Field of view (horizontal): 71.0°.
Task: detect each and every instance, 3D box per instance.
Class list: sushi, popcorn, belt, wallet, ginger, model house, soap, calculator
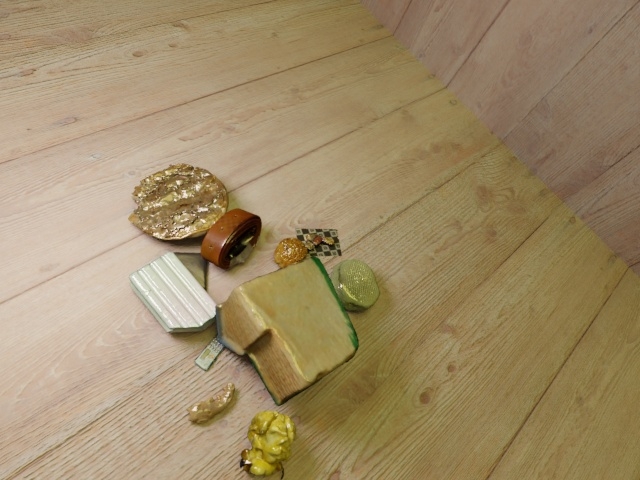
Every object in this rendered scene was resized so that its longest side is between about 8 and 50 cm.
[{"bbox_3d":[0.000,0.000,1.916,0.201,0.031,0.139,0,61,-22],"label":"sushi"},{"bbox_3d":[-0.154,0.635,1.397,0.173,0.168,0.195,36,56,-45],"label":"popcorn"},{"bbox_3d":[-0.330,-0.005,1.693,0.105,0.184,0.261,22,42,20],"label":"belt"},{"bbox_3d":[-0.478,0.155,1.637,0.124,0.025,0.244,1,60,-18],"label":"wallet"},{"bbox_3d":[-0.347,0.531,1.454,0.173,0.051,0.069,-25,78,-36],"label":"ginger"},{"bbox_3d":[-0.117,0.314,1.507,0.334,0.342,0.382,-20,72,-38],"label":"model house"},{"bbox_3d":[-0.497,0.195,1.534,0.289,0.095,0.173,47,57,10],"label":"soap"},{"bbox_3d":[-0.364,0.371,1.560,0.057,0.018,0.172,36,56,4],"label":"calculator"}]

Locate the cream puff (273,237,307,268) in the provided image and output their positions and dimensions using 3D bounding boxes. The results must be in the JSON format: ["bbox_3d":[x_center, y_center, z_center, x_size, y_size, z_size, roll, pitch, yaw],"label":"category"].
[{"bbox_3d":[-0.117,0.049,1.797,0.126,0.103,0.144,31,49,0],"label":"cream puff"}]

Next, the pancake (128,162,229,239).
[{"bbox_3d":[-0.547,-0.152,1.716,0.382,0.071,0.382,1,53,-1],"label":"pancake"}]

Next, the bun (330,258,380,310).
[{"bbox_3d":[0.132,0.188,1.812,0.221,0.108,0.221,16,53,-22],"label":"bun"}]
